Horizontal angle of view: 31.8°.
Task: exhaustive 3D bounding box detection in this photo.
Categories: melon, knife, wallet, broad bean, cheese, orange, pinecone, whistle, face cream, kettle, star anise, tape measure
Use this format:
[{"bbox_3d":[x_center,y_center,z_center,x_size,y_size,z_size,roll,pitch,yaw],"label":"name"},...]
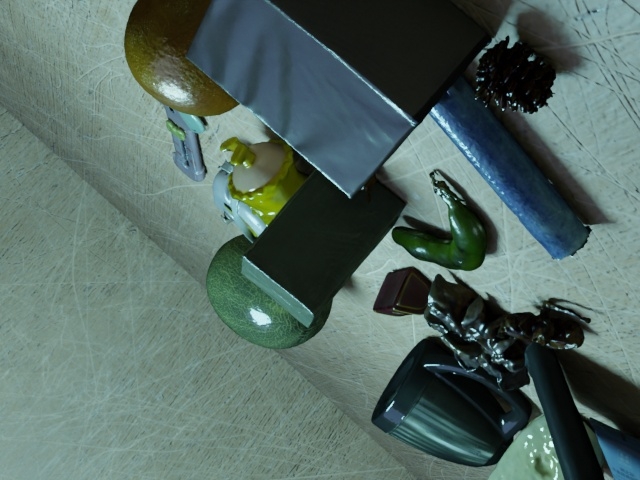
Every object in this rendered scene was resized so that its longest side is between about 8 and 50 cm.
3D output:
[{"bbox_3d":[-0.110,0.098,2.364,0.302,0.237,0.237,27,160,47],"label":"melon"},{"bbox_3d":[-0.281,-0.203,2.317,0.132,0.038,0.398,41,166,10],"label":"knife"},{"bbox_3d":[0.406,0.371,1.740,0.228,0.062,0.406,57,-164,-46],"label":"wallet"},{"bbox_3d":[0.185,-0.009,1.689,0.144,0.049,0.292,46,164,6],"label":"broad bean"},{"bbox_3d":[0.409,0.439,2.058,0.174,0.248,0.251,35,158,19],"label":"cheese"},{"bbox_3d":[-0.173,-0.267,1.553,0.206,0.206,0.206,38,165,12],"label":"orange"},{"bbox_3d":[0.197,-0.164,1.139,0.083,0.077,0.077,26,162,13],"label":"pinecone"},{"bbox_3d":[0.209,-0.100,1.323,0.304,0.062,0.062,46,165,-18],"label":"whistle"},{"bbox_3d":[0.571,0.444,1.962,0.135,0.086,0.385,22,151,44],"label":"face cream"},{"bbox_3d":[0.278,0.336,2.250,0.271,0.250,0.207,35,-164,-1],"label":"kettle"},{"bbox_3d":[0.256,0.164,1.908,0.220,0.099,0.214,35,155,24],"label":"star anise"},{"bbox_3d":[0.339,0.126,1.654,0.097,0.070,0.191,18,174,-25],"label":"star anise"},{"bbox_3d":[-0.121,-0.061,2.154,0.197,0.120,0.236,45,171,7],"label":"tape measure"}]

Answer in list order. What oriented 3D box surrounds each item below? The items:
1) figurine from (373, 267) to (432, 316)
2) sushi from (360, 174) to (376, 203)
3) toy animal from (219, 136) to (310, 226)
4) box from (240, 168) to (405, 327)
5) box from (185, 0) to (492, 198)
[{"bbox_3d":[0.162,0.107,2.050,0.098,0.082,0.154,23,169,-10],"label":"figurine"},{"bbox_3d":[0.043,-0.113,1.720,0.120,0.052,0.055,40,166,3],"label":"sushi"},{"bbox_3d":[-0.077,-0.095,1.940,0.230,0.156,0.156,39,170,-37],"label":"toy animal"},{"bbox_3d":[0.000,0.000,1.803,0.149,0.231,0.155,39,166,5],"label":"box"},{"bbox_3d":[0.015,-0.205,1.184,0.252,0.188,0.153,39,141,2],"label":"box"}]
